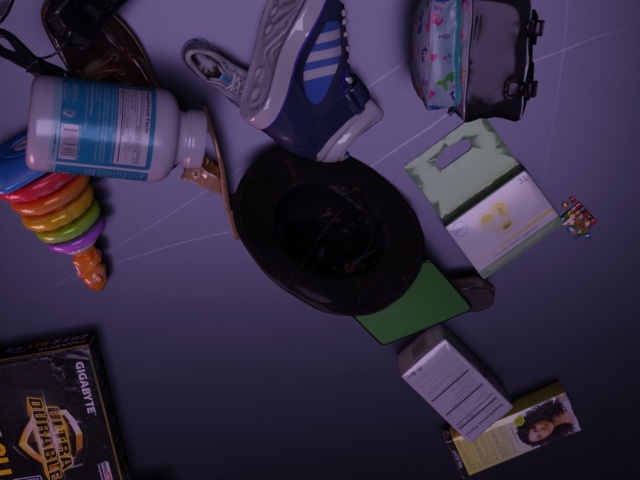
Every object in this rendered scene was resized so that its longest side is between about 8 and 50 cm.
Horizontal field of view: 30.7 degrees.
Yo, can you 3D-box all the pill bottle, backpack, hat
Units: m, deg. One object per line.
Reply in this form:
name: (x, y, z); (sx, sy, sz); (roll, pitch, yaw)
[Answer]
pill bottle: (-0.310, -0.167, 1.774); (0.264, 0.146, 0.146); (5, 106, -15)
backpack: (0.236, -0.305, 1.819); (0.191, 0.253, 0.225); (1, 109, 3)
hat: (0.000, 0.000, 1.949); (0.331, 0.331, 0.134); (23, 148, -8)

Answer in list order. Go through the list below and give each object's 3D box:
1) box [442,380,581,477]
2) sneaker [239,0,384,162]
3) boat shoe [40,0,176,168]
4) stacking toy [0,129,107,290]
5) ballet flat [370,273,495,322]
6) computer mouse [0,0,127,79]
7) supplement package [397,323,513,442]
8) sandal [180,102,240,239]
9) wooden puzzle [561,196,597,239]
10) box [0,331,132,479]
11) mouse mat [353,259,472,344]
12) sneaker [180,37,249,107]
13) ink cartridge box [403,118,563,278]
box: (0.344, 0.342, 2.105); (0.232, 0.058, 0.087); (-25, 105, 6)
sneaker: (0.017, -0.288, 1.904); (0.236, 0.130, 0.322); (24, 81, -35)
boat shoe: (-0.333, -0.255, 1.885); (0.123, 0.123, 0.342); (-31, 104, 7)
stacking toy: (-0.425, -0.038, 1.942); (0.166, 0.175, 0.301); (-32, 121, -16)
ballet flat: (0.180, 0.093, 2.037); (0.250, 0.058, 0.084); (-6, 134, 6)
computer mouse: (-0.400, -0.368, 1.776); (0.184, 0.060, 0.262); (29, 92, -42)
supplement package: (0.236, 0.247, 2.051); (0.105, 0.105, 0.179); (-43, 103, 10)
sandal: (-0.193, -0.104, 1.951); (0.079, 0.088, 0.240); (-17, 111, -2)
wooden puzzle: (0.448, -0.034, 2.026); (0.049, 0.006, 0.083); (-43, 102, 10)
box: (-0.495, 0.342, 2.077); (0.257, 0.079, 0.322); (-9, 106, 3)
mouse mat: (0.147, 0.110, 2.007); (0.190, 0.007, 0.152); (-24, 130, 24)
sneaker: (-0.148, -0.260, 1.910); (0.191, 0.083, 0.071); (29, 101, -10)
ink cartridge box: (0.278, -0.076, 1.988); (0.171, 0.056, 0.235); (-36, 106, 9)
